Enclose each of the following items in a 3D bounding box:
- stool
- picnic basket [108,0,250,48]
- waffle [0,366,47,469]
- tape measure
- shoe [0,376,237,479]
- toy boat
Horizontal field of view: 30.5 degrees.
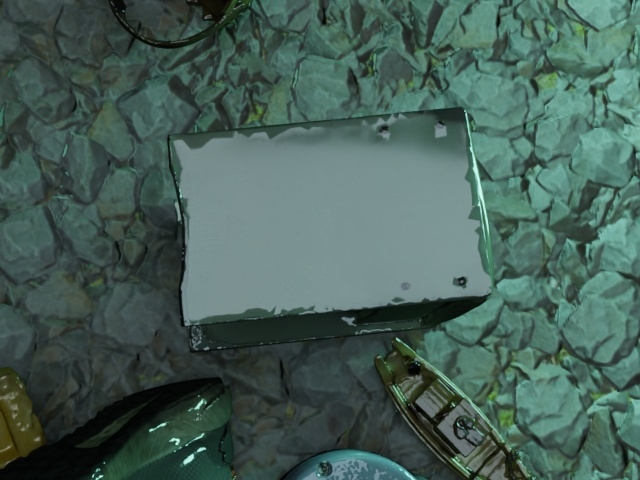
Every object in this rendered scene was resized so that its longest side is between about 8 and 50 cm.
[{"bbox_3d":[0.000,0.000,1.087,0.269,0.243,0.170,-5,80,-7],"label":"stool"},{"bbox_3d":[-0.129,-0.270,1.175,0.178,0.138,0.128,-34,83,-11],"label":"picnic basket"},{"bbox_3d":[-0.353,0.252,1.066,0.247,0.055,0.221,-18,103,-7],"label":"waffle"},{"bbox_3d":[0.030,0.289,1.109,0.180,0.107,0.182,17,81,-9],"label":"tape measure"},{"bbox_3d":[-0.175,0.248,1.023,0.132,0.336,0.171,-12,99,29],"label":"shoe"},{"bbox_3d":[0.130,0.181,1.154,0.064,0.072,0.206,-44,87,-13],"label":"toy boat"}]
